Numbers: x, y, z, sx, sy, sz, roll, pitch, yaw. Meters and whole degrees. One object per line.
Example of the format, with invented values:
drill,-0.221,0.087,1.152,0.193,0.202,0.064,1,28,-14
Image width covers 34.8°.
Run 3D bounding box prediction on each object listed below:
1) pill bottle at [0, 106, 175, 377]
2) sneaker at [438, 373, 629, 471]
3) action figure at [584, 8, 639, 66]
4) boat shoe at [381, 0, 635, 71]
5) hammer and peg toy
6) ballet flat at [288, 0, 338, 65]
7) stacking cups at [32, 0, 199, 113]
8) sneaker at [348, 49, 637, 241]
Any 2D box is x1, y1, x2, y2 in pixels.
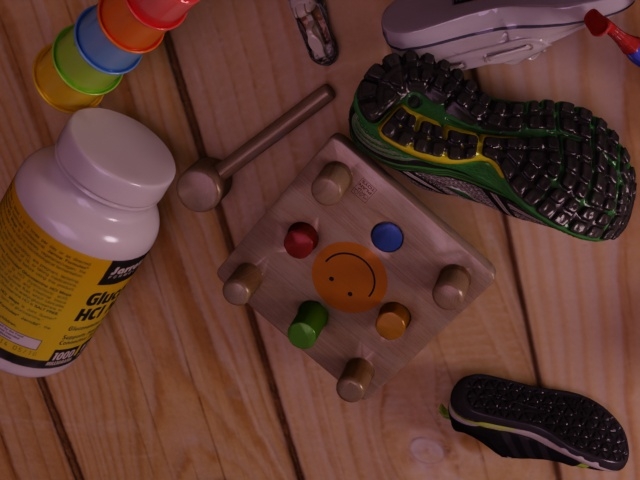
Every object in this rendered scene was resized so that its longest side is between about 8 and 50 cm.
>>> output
pill bottle,-0.322,0.003,1.290,0.188,0.188,0.334,37,119,-1
sneaker,0.267,0.235,1.283,0.234,0.084,0.097,20,141,9
action figure,0.394,-0.142,0.998,0.280,0.139,0.091,31,110,-26
boat shoe,0.201,-0.228,1.080,0.267,0.096,0.088,-12,137,15
hammer and peg toy,0.000,0.000,1.220,0.361,0.127,0.266,42,118,-3
ballet flat,-0.011,-0.251,1.163,0.041,0.041,0.114,-16,107,23
stacking cups,-0.228,-0.232,1.128,0.096,0.096,0.316,54,147,-10
sneaker,0.192,-0.098,1.133,0.343,0.146,0.134,25,77,-7
